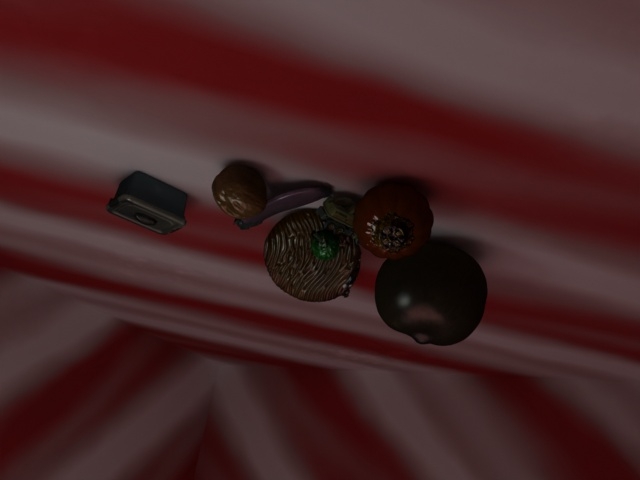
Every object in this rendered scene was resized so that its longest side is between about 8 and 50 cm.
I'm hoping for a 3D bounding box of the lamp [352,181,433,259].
[{"bbox_3d":[0.199,-0.051,1.712,0.223,0.196,0.223,3,119,6],"label":"lamp"}]

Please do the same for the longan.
[{"bbox_3d":[0.351,0.172,2.000,0.361,0.361,0.361,8,156,4],"label":"longan"}]

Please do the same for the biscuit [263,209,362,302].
[{"bbox_3d":[-0.027,0.054,1.983,0.318,0.318,0.040,6,-160,8],"label":"biscuit"}]

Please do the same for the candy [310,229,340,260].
[{"bbox_3d":[0.001,0.002,1.777,0.097,0.097,0.323,6,174,8],"label":"candy"}]

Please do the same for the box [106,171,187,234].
[{"bbox_3d":[-0.538,-0.110,1.956,0.227,0.130,0.162,25,152,-34],"label":"box"}]

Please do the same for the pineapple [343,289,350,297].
[{"bbox_3d":[0.050,0.139,2.205,0.175,0.175,0.361,4,160,13],"label":"pineapple"}]

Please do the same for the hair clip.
[{"bbox_3d":[-0.127,-0.108,1.861,0.359,0.095,0.110,-13,131,36],"label":"hair clip"}]

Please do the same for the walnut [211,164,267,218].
[{"bbox_3d":[-0.225,-0.137,1.762,0.166,0.149,0.166,33,178,1],"label":"walnut"}]

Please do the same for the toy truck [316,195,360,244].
[{"bbox_3d":[0.086,-0.073,1.834,0.191,0.085,0.116,23,119,-36],"label":"toy truck"}]
